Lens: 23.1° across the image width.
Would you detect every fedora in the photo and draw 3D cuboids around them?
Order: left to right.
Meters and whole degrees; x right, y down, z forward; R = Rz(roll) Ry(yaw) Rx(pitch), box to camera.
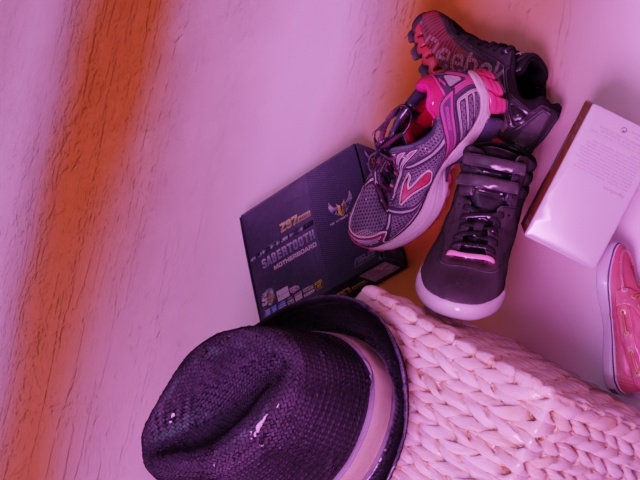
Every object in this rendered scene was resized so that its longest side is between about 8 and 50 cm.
[{"bbox_3d":[-0.072,0.188,1.645,0.334,0.152,0.334,-21,56,34],"label":"fedora"}]

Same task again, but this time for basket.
[{"bbox_3d":[0.169,0.247,1.734,0.328,0.331,0.266,29,96,44],"label":"basket"}]

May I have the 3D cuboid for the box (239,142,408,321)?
[{"bbox_3d":[0.000,0.000,2.149,0.232,0.059,0.183,-30,58,32],"label":"box"}]

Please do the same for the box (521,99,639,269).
[{"bbox_3d":[0.312,-0.067,1.818,0.091,0.130,0.170,27,97,1],"label":"box"}]

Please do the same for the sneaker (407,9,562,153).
[{"bbox_3d":[0.214,-0.212,1.993,0.135,0.097,0.276,-46,53,23],"label":"sneaker"}]

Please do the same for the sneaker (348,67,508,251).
[{"bbox_3d":[0.107,-0.105,1.948,0.299,0.112,0.121,-58,48,38],"label":"sneaker"}]

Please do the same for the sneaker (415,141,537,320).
[{"bbox_3d":[0.180,-0.024,1.803,0.104,0.296,0.147,13,117,10],"label":"sneaker"}]

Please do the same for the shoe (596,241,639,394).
[{"bbox_3d":[0.366,0.085,1.789,0.081,0.063,0.178,-9,74,37],"label":"shoe"}]
